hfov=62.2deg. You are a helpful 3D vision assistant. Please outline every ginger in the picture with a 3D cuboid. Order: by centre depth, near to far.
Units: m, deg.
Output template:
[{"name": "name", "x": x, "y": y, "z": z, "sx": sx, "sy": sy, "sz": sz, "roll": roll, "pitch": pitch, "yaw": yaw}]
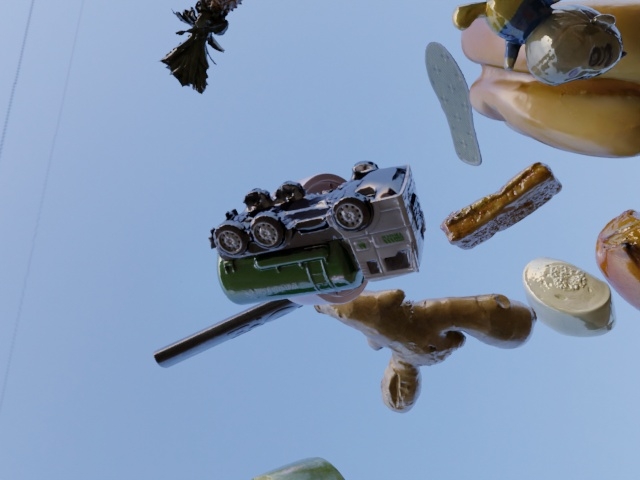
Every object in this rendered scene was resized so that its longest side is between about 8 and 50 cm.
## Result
[{"name": "ginger", "x": 0.203, "y": 0.167, "z": 1.025, "sx": 0.363, "sy": 0.122, "sz": 0.348, "roll": -31, "pitch": -59, "yaw": 23}]

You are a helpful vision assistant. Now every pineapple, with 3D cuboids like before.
[{"name": "pineapple", "x": -0.235, "y": -0.453, "z": 1.112, "sx": 0.130, "sy": 0.119, "sz": 0.277, "roll": 16, "pitch": -73, "yaw": -49}]

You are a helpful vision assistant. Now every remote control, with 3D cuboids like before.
[{"name": "remote control", "x": -0.170, "y": 0.179, "z": 1.155, "sx": 0.377, "sy": 0.107, "sz": 0.044, "roll": -23, "pitch": -100, "yaw": -9}]

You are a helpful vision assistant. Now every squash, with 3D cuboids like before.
[{"name": "squash", "x": -0.039, "y": 0.390, "z": 0.736, "sx": 0.123, "sy": 0.170, "sz": 0.170, "roll": 26, "pitch": -102, "yaw": -46}]

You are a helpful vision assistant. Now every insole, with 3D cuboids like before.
[{"name": "insole", "x": 0.288, "y": -0.281, "z": 1.137, "sx": 0.007, "sy": 0.109, "sz": 0.322, "roll": -42, "pitch": -48, "yaw": -13}]

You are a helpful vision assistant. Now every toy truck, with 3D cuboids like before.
[{"name": "toy truck", "x": -0.008, "y": 0.001, "z": 0.575, "sx": 0.242, "sy": 0.101, "sz": 0.125, "roll": -12, "pitch": -66, "yaw": 22}]

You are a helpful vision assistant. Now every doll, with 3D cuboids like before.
[{"name": "doll", "x": 0.223, "y": -0.207, "z": 0.530, "sx": 0.179, "sy": 0.102, "sz": 0.089, "roll": 12, "pitch": -117, "yaw": -7}]

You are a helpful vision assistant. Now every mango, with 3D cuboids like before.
[{"name": "mango", "x": 0.515, "y": 0.049, "z": 0.755, "sx": 0.252, "sy": 0.126, "sz": 0.154, "roll": 32, "pitch": -64, "yaw": -3}]

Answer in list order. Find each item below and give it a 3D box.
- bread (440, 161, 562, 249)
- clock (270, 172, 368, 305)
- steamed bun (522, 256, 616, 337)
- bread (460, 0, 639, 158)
[{"name": "bread", "x": 0.407, "y": -0.079, "z": 1.212, "sx": 0.139, "sy": 0.271, "sz": 0.077, "roll": 18, "pitch": -137, "yaw": -50}, {"name": "clock", "x": 0.000, "y": 0.000, "z": 0.808, "sx": 0.197, "sy": 0.068, "sz": 0.197, "roll": 12, "pitch": -106, "yaw": -48}, {"name": "steamed bun", "x": 0.685, "y": 0.174, "z": 1.492, "sx": 0.155, "sy": 0.250, "sz": 0.200, "roll": -43, "pitch": -46, "yaw": -13}, {"name": "bread", "x": 0.411, "y": -0.287, "z": 0.864, "sx": 0.329, "sy": 0.424, "sz": 0.245, "roll": -17, "pitch": -67, "yaw": -2}]
